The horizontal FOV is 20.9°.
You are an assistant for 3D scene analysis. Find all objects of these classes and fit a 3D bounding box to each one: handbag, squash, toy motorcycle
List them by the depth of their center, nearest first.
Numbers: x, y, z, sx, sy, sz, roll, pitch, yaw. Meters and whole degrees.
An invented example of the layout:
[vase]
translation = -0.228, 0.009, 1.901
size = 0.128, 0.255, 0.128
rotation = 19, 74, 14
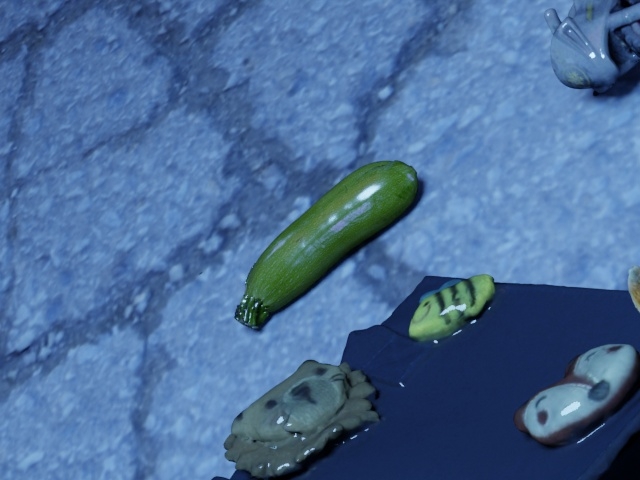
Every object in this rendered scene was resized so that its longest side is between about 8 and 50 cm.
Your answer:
[handbag]
translation = 0.064, 0.145, 0.998
size = 0.303, 0.122, 0.329
rotation = -41, 25, -24
[toy motorcycle]
translation = 0.215, -0.177, 1.276
size = 0.122, 0.080, 0.215
rotation = -33, 31, 13
[squash]
translation = 0.000, 0.000, 1.339
size = 0.183, 0.052, 0.052
rotation = -40, 35, 13

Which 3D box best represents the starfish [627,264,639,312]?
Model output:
[starfish]
translation = 0.276, 0.121, 0.847
size = 0.295, 0.048, 0.231
rotation = 16, 87, 7
